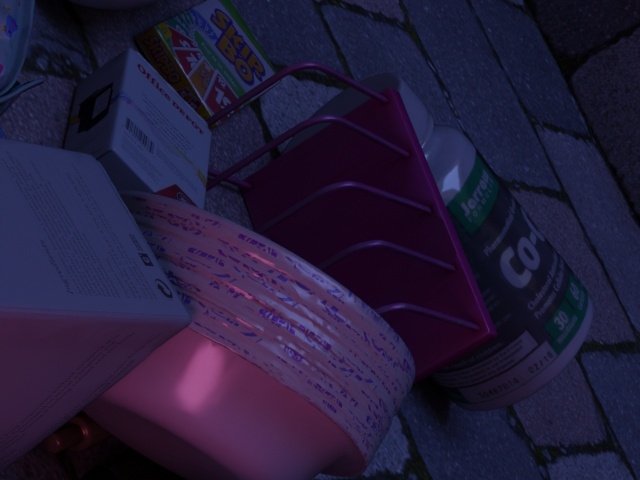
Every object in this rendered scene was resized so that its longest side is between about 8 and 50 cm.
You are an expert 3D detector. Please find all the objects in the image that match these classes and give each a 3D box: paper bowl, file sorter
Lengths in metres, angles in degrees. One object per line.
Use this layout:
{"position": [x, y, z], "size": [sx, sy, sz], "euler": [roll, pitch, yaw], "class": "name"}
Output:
{"position": [-0.083, 0.096, 1.506], "size": [0.284, 0.284, 0.148], "euler": [42, 70, -36], "class": "paper bowl"}
{"position": [0.000, 0.000, 1.938], "size": [0.182, 0.202, 0.291], "euler": [20, 44, -55], "class": "file sorter"}

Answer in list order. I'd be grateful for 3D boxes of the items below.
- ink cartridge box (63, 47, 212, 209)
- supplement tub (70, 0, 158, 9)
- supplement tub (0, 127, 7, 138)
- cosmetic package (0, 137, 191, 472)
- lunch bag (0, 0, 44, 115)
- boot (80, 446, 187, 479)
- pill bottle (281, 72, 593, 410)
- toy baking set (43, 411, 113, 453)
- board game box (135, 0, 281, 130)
{"position": [-0.170, -0.076, 1.840], "size": [0.127, 0.072, 0.175], "euler": [46, 25, -27], "class": "ink cartridge box"}
{"position": [-0.162, -0.370, 2.010], "size": [0.241, 0.241, 0.331], "euler": [58, 21, -3], "class": "supplement tub"}
{"position": [-0.281, -0.063, 1.590], "size": [0.107, 0.071, 0.071], "euler": [59, 22, 0], "class": "supplement tub"}
{"position": [-0.276, 0.045, 1.237], "size": [0.156, 0.217, 0.385], "euler": [58, 17, 18], "class": "cosmetic package"}
{"position": [-0.313, -0.114, 1.380], "size": [0.160, 0.223, 0.262], "euler": [32, 34, -37], "class": "lunch bag"}
{"position": [-0.106, 0.245, 1.586], "size": [0.198, 0.077, 0.137], "euler": [49, 25, 10], "class": "boot"}
{"position": [0.127, 0.002, 2.202], "size": [0.361, 0.204, 0.204], "euler": [49, 24, -23], "class": "pill bottle"}
{"position": [-0.223, 0.079, 1.578], "size": [0.197, 0.030, 0.256], "euler": [61, 22, 0], "class": "toy baking set"}
{"position": [-0.116, -0.199, 2.173], "size": [0.124, 0.039, 0.259], "euler": [58, 19, -5], "class": "board game box"}
